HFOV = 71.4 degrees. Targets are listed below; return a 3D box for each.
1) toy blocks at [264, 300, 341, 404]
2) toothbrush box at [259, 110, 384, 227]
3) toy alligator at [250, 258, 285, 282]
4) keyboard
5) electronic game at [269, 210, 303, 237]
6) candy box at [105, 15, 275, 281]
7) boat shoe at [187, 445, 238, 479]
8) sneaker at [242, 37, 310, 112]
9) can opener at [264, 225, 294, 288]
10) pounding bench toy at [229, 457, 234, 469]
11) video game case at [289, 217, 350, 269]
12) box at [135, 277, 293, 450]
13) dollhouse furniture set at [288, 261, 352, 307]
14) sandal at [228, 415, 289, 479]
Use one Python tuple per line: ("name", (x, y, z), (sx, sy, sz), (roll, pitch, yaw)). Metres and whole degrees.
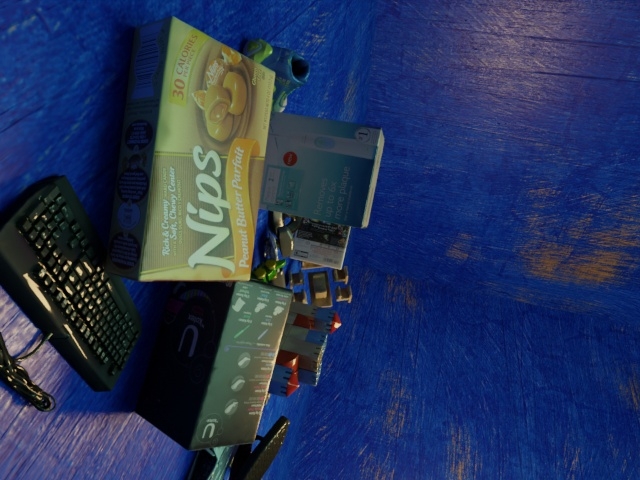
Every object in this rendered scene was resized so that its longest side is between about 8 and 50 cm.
("toy blocks", (-0.102, 0.280, 1.154), (0.381, 0.261, 0.190), (-62, 161, -57))
("toothbrush box", (-0.024, -0.158, 0.996), (0.126, 0.296, 0.216), (-7, 109, -78))
("toy alligator", (-0.169, 0.099, 1.179), (0.190, 0.051, 0.056), (-43, 150, -31))
("keyboard", (-0.300, 0.096, 0.525), (0.317, 0.033, 0.201), (89, 16, -47))
("electronic game", (-0.096, -0.114, 1.345), (0.229, 0.048, 0.229), (10, 90, -72))
("candy box", (-0.169, -0.104, 0.610), (0.183, 0.088, 0.316), (7, 92, -53))
("boat shoe", (-0.256, 0.511, 1.074), (0.081, 0.079, 0.227), (64, 37, -51))
("sneaker", (-0.080, -0.336, 0.964), (0.240, 0.126, 0.091), (43, 59, -78))
("can opener", (-0.119, 0.084, 1.308), (0.280, 0.093, 0.074), (94, -21, -43))
("pounding bench toy", (-0.239, 0.683, 1.404), (0.052, 0.065, 0.083), (90, 15, -48))
("video game case", (0.000, 0.000, 1.596), (0.022, 0.191, 0.173), (99, 4, -83))
("box", (-0.179, 0.189, 0.765), (0.143, 0.165, 0.270), (22, 79, -49))
("dollhouse furniture set", (-0.010, 0.142, 1.663), (0.161, 0.212, 0.241), (93, -9, -62))
("sandal", (-0.233, 0.626, 1.153), (0.445, 0.107, 0.167), (-58, 162, 8))
